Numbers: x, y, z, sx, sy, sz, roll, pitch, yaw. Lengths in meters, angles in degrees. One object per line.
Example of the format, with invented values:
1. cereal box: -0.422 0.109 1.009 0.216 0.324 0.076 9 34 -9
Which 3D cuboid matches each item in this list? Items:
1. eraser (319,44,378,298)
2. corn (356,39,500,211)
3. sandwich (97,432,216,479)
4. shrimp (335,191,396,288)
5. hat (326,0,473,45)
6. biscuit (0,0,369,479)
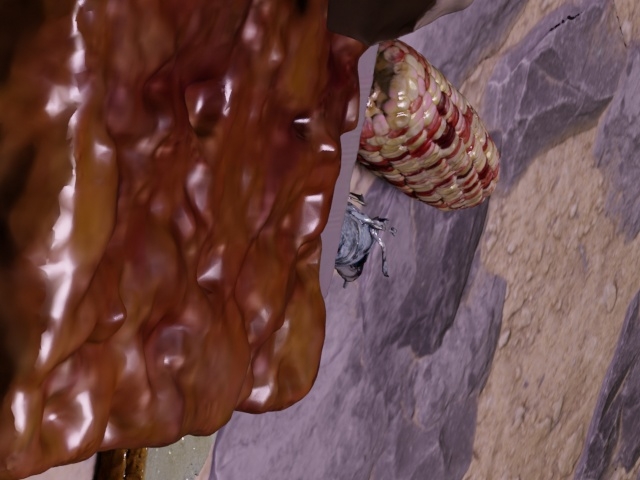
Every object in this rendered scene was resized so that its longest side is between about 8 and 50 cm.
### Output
1. eraser: -0.023 -0.135 1.125 0.111 0.077 0.352 -6 112 -53
2. corn: 0.071 -0.075 1.347 0.086 0.086 0.253 -68 154 -6
3. sandwich: -0.105 0.139 1.206 0.093 0.035 0.105 -18 123 -59
4. shrimp: 0.003 0.003 1.286 0.082 0.076 0.174 -49 153 6
5. hat: 0.065 -0.191 0.863 0.173 0.144 0.166 -41 145 -27
6. biscuit: -0.095 -0.101 0.883 0.342 0.166 0.395 0 100 -66
